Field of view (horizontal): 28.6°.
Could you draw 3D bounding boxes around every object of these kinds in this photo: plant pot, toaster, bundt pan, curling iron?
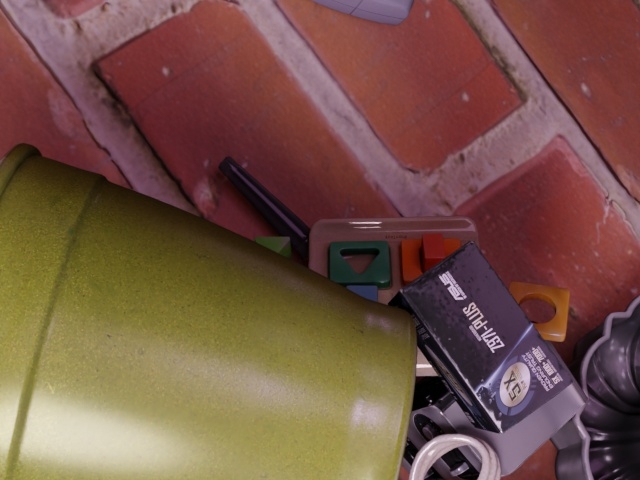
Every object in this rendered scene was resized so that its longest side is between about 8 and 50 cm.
[{"bbox_3d":[-0.114,0.137,1.042,0.353,0.366,0.366,13,68,-3],"label":"plant pot"},{"bbox_3d":[0.166,0.170,1.310,0.185,0.168,0.110,-36,92,-27],"label":"toaster"},{"bbox_3d":[0.391,0.224,1.407,0.331,0.124,0.331,8,70,-22],"label":"bundt pan"},{"bbox_3d":[0.000,0.000,1.364,0.274,0.035,0.068,37,82,-7],"label":"curling iron"}]

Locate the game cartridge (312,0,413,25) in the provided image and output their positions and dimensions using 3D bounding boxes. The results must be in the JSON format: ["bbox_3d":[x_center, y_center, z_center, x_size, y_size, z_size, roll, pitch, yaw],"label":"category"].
[{"bbox_3d":[-0.005,-0.385,1.482,0.297,0.062,0.198,26,61,-13],"label":"game cartridge"}]

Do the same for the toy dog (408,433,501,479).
[{"bbox_3d":[0.063,0.341,1.138,0.333,0.161,0.220,-29,96,5],"label":"toy dog"}]

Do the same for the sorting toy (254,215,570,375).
[{"bbox_3d":[0.079,0.046,1.269,0.347,0.047,0.196,-1,48,1],"label":"sorting toy"}]

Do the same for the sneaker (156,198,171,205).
[{"bbox_3d":[-0.150,0.067,1.266,0.094,0.080,0.212,7,80,-26],"label":"sneaker"}]

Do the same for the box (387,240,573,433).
[{"bbox_3d":[0.136,0.089,1.122,0.077,0.180,0.147,-35,86,-4],"label":"box"}]
